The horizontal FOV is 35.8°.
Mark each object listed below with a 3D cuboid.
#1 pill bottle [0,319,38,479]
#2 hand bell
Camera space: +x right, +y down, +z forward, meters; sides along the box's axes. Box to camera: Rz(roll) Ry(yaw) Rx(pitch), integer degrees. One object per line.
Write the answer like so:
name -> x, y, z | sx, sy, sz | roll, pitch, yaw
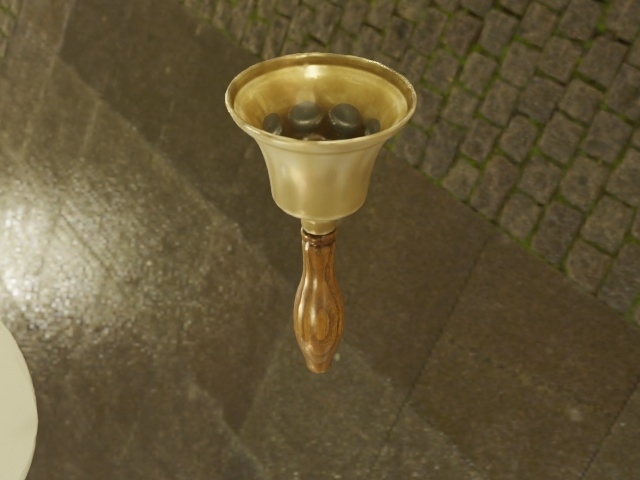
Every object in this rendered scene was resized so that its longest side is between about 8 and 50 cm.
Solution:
pill bottle -> -0.297, 0.120, 0.510 | 0.302, 0.169, 0.169 | -22, 66, 27
hand bell -> 0.000, 0.000, 0.722 | 0.126, 0.126, 0.242 | 44, 145, 43
